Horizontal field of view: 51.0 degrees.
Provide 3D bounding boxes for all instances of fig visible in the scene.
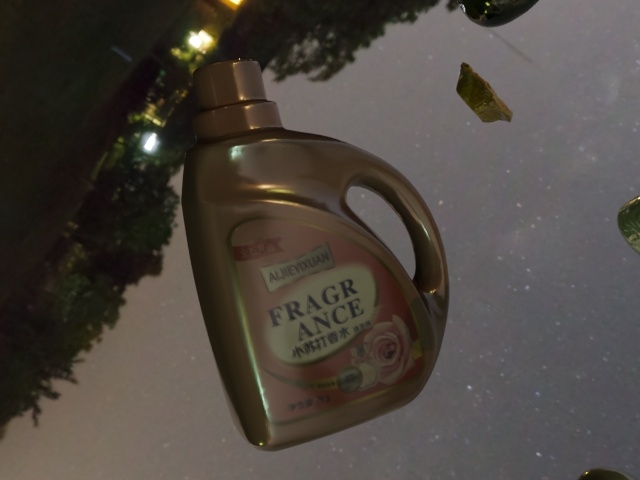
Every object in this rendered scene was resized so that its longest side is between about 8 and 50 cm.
[{"bbox_3d":[0.273,-0.369,0.921,0.178,0.117,0.117,-23,-156,8],"label":"fig"}]

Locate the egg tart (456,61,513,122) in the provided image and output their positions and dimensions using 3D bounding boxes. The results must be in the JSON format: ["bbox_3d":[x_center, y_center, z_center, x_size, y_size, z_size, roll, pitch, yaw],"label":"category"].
[{"bbox_3d":[0.215,-0.192,0.902,0.039,0.105,0.105,-42,-159,18],"label":"egg tart"}]

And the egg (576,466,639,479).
[{"bbox_3d":[0.557,0.490,1.269,0.152,0.114,0.114,8,-116,36],"label":"egg"}]

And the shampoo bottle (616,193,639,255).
[{"bbox_3d":[0.221,-0.022,0.332,0.041,0.069,0.190,-52,174,-12],"label":"shampoo bottle"}]

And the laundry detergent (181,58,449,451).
[{"bbox_3d":[0.000,0.000,0.441,0.076,0.171,0.237,-173,-109,-68],"label":"laundry detergent"}]
